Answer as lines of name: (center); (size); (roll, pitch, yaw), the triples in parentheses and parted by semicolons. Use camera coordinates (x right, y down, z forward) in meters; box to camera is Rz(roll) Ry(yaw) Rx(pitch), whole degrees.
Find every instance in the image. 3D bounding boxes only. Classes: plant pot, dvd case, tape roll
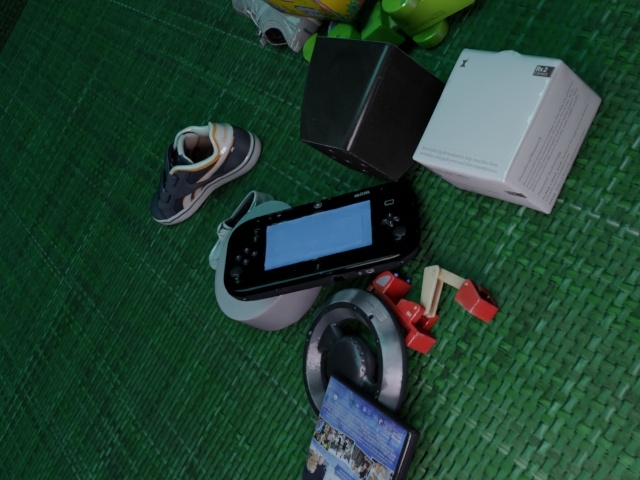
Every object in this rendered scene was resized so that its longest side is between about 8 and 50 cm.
plant pot: (0.078, -0.199, 1.345); (0.188, 0.187, 0.167); (20, 86, 50)
dvd case: (0.039, 0.336, 1.176); (0.180, 0.022, 0.253); (28, 105, 50)
tape roll: (-0.086, 0.044, 1.479); (0.219, 0.072, 0.219); (-25, 53, 38)

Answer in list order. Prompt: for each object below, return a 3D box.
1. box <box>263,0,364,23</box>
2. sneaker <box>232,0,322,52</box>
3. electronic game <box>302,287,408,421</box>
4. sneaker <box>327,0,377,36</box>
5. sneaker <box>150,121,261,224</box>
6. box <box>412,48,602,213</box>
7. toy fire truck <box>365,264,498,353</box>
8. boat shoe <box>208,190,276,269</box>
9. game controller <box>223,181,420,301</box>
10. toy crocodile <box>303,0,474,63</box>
box: (-0.009, -0.555, 1.493); (0.279, 0.177, 0.290); (-61, 32, 3)
sneaker: (-0.110, -0.460, 1.754); (0.281, 0.105, 0.115); (30, 92, 50)
electronic game: (0.046, 0.185, 1.251); (0.229, 0.048, 0.229); (-9, 78, 52)
sneaker: (0.078, -0.404, 1.556); (0.162, 0.063, 0.073); (-44, 46, 22)
sneaker: (-0.273, -0.147, 1.746); (0.321, 0.127, 0.126); (-33, 49, 33)
box: (0.256, -0.155, 1.181); (0.181, 0.119, 0.182); (23, 87, 51)
toy fire truck: (0.152, 0.084, 1.219); (0.135, 0.047, 0.192); (-53, 40, 11)
boat shoe: (-0.159, -0.020, 1.599); (0.184, 0.063, 0.066); (-44, 43, 22)
game controller: (0.000, 0.000, 1.329); (0.319, 0.067, 0.166); (-14, 52, 14)
toy crocodile: (0.113, -0.369, 1.455); (0.340, 0.115, 0.105); (-26, 51, 36)
